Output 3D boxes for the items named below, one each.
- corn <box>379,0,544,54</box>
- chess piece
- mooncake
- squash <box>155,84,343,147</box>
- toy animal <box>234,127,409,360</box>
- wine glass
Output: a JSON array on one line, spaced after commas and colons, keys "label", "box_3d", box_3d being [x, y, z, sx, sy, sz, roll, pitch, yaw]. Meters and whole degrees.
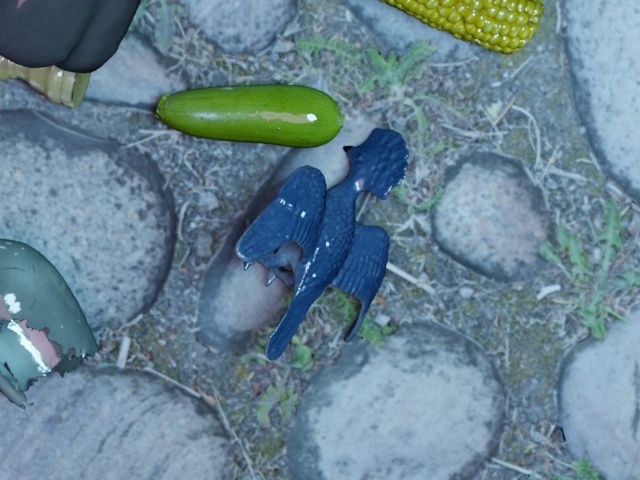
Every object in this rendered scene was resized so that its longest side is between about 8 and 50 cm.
[{"label": "corn", "box_3d": [0.081, -0.283, 1.728, 0.310, 0.101, 0.101, 31, 104, -3]}, {"label": "chess piece", "box_3d": [-0.307, -0.187, 1.803, 0.122, 0.066, 0.066, 17, 104, 6]}, {"label": "mooncake", "box_3d": [-0.299, -0.269, 1.696, 0.245, 0.245, 0.133, 30, 106, -3]}, {"label": "squash", "box_3d": [-0.075, -0.134, 1.797, 0.201, 0.066, 0.066, 5, 104, 9]}, {"label": "toy animal", "box_3d": [0.000, 0.000, 1.776, 0.176, 0.239, 0.255, -12, 59, 34]}, {"label": "wine glass", "box_3d": [-0.367, 0.023, 1.820, 0.143, 0.143, 0.321, -34, 101, 11]}]
